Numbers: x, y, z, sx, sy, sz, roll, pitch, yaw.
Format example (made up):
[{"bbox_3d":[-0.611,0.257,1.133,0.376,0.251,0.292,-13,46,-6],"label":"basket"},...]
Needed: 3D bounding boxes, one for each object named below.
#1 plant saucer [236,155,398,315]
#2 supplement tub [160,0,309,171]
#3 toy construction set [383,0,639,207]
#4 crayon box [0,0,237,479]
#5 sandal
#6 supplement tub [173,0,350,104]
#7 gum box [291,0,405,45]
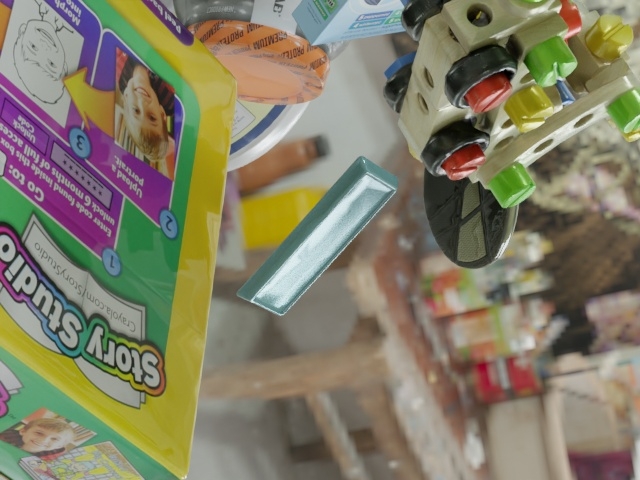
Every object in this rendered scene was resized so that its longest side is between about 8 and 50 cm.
[{"bbox_3d":[0.000,0.000,1.760,0.067,0.192,0.018,29,17,-47],"label":"plant saucer"},{"bbox_3d":[-0.180,-0.252,2.037,0.325,0.235,0.235,41,44,-39],"label":"supplement tub"},{"bbox_3d":[0.149,-0.145,1.176,0.151,0.215,0.327,55,-17,32],"label":"toy construction set"},{"bbox_3d":[-0.203,-0.065,0.997,0.363,0.106,0.313,44,39,-40],"label":"crayon box"},{"bbox_3d":[0.178,-0.120,1.873,0.086,0.120,0.302,10,76,-43],"label":"sandal"},{"bbox_3d":[-0.042,-0.312,1.805,0.193,0.194,0.316,32,62,-51],"label":"supplement tub"},{"bbox_3d":[0.083,-0.253,1.575,0.157,0.184,0.041,-14,67,-43],"label":"gum box"}]
